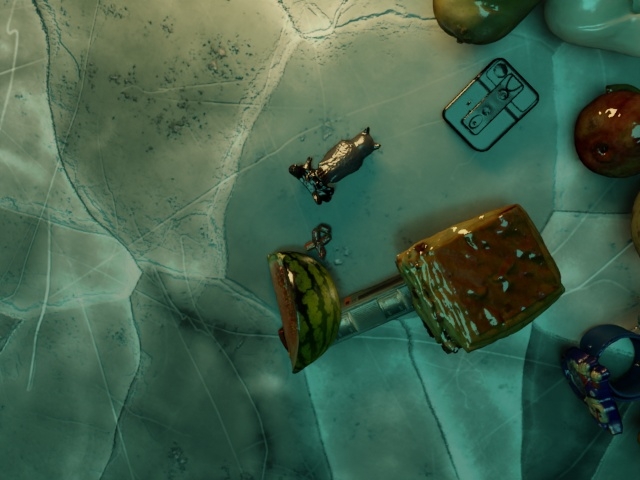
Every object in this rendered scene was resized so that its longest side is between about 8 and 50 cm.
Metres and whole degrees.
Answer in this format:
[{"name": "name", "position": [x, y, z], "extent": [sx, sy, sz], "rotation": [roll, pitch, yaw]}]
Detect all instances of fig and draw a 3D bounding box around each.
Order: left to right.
[{"name": "fig", "position": [0.664, -0.242, 1.245], "extent": [0.205, 0.205, 0.205], "rotation": [1, 101, 5]}]

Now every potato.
[{"name": "potato", "position": [0.368, -0.569, 1.173], "extent": [0.326, 0.221, 0.243], "rotation": [-47, 49, 25]}]

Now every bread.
[{"name": "bread", "position": [0.358, 0.086, 1.313], "extent": [0.324, 0.167, 0.278], "rotation": [-28, 89, -9]}]

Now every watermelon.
[{"name": "watermelon", "position": [-0.047, 0.151, 1.353], "extent": [0.159, 0.128, 0.304], "rotation": [-18, 75, 15]}]

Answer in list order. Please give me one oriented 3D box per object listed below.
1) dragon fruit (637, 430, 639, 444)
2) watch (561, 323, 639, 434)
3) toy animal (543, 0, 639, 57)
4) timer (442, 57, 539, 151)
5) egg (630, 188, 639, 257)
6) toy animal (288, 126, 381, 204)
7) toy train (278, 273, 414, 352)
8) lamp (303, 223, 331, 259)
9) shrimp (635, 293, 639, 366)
[{"name": "dragon fruit", "position": [0.892, 0.490, 1.330], "extent": [0.243, 0.227, 0.307], "rotation": [-25, 100, 14]}, {"name": "watch", "position": [0.700, 0.309, 1.356], "extent": [0.200, 0.171, 0.196], "rotation": [-25, 105, -2]}, {"name": "toy animal", "position": [0.631, -0.500, 1.195], "extent": [0.289, 0.174, 0.249], "rotation": [-35, 95, 9]}, {"name": "timer", "position": [0.392, -0.310, 1.314], "extent": [0.144, 0.055, 0.187], "rotation": [44, 102, -4]}, {"name": "egg", "position": [0.865, -0.017, 1.153], "extent": [0.428, 0.345, 0.345], "rotation": [29, 106, 41]}, {"name": "toy animal", "position": [0.038, -0.191, 1.342], "extent": [0.210, 0.117, 0.121], "rotation": [-40, 88, 13]}, {"name": "toy train", "position": [0.082, 0.190, 1.424], "extent": [0.409, 0.089, 0.086], "rotation": [-25, 102, 9]}, {"name": "lamp", "position": [0.000, 0.000, 1.425], "extent": [0.063, 0.031, 0.083], "rotation": [26, 98, 0]}, {"name": "shrimp", "position": [0.793, 0.191, 1.287], "extent": [0.372, 0.172, 0.137], "rotation": [-8, 94, -29]}]
